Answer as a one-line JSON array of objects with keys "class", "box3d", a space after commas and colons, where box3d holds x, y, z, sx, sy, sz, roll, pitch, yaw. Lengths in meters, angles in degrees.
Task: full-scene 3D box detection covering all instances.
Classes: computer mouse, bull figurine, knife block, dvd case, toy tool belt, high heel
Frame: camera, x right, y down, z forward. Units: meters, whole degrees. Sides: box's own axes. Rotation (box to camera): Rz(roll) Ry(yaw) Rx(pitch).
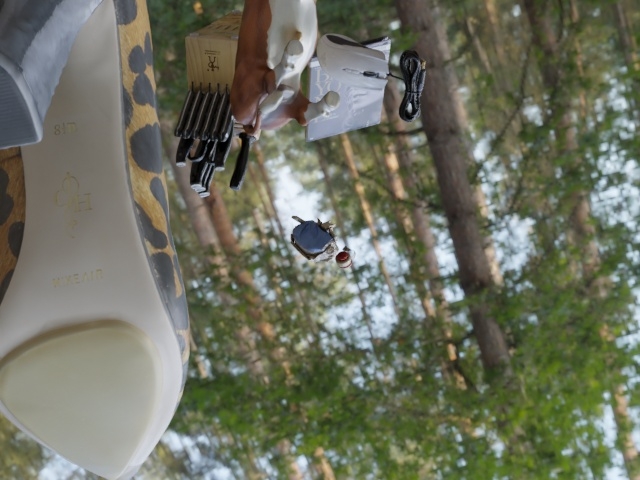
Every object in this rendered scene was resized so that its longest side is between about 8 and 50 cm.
[{"class": "computer mouse", "box3d": [0.066, -0.253, 1.373, 0.193, 0.106, 0.042, 24, -140, 25]}, {"class": "bull figurine", "box3d": [-0.042, -0.281, 1.115, 0.101, 0.310, 0.188, 3, -178, -31]}, {"class": "knife block", "box3d": [-0.133, -0.207, 1.398, 0.088, 0.242, 0.275, 8, -152, 15]}, {"class": "dvd case", "box3d": [0.051, -0.293, 1.794, 0.165, 0.221, 0.018, -16, -126, -15]}, {"class": "toy tool belt", "box3d": [0.000, 0.000, 1.114, 0.083, 0.051, 0.052, 29, -115, 33]}, {"class": "high heel", "box3d": [-0.103, -0.023, 0.430, 0.093, 0.261, 0.186, -2, -139, 1]}]
